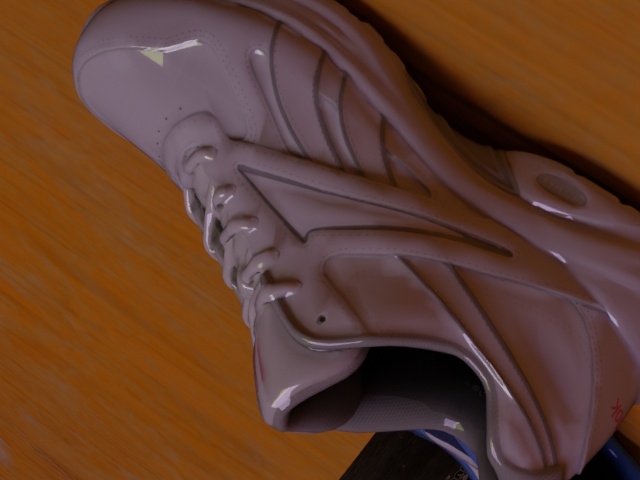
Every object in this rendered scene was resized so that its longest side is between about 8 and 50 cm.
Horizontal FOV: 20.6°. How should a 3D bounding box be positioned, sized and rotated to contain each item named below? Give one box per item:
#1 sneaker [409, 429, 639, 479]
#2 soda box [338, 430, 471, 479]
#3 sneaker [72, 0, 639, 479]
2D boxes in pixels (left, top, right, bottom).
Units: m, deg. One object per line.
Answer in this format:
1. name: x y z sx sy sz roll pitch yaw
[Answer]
1. sneaker: 0.066 0.061 0.640 0.144 0.053 0.059 41 156 -21
2. soda box: 0.016 0.142 0.694 0.060 0.169 0.053 21 147 34
3. sneaker: 0.000 0.000 0.559 0.232 0.115 0.090 31 152 19
